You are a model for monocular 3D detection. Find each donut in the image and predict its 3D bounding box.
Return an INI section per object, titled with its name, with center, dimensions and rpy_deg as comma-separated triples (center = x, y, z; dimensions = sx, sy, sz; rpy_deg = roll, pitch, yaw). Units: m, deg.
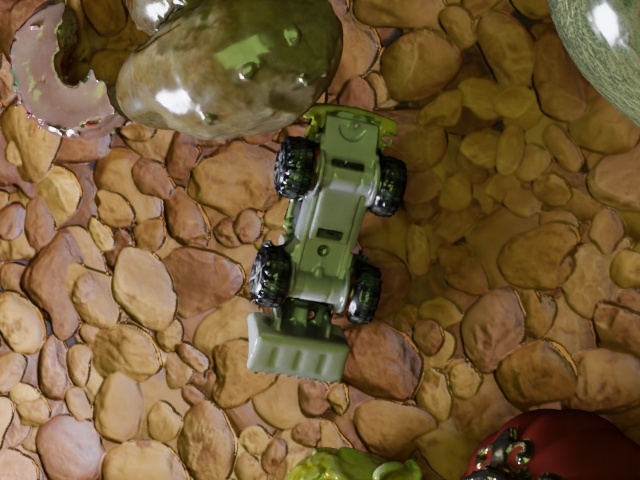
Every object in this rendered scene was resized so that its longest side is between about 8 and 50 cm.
[donut]
center = -0.282, -0.175, 1.319
dimensions = 0.117, 0.065, 0.166
rpy_deg = -29, 84, 13

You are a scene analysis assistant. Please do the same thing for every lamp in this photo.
[lamp]
center = 0.219, 0.269, 1.130
dimensions = 0.227, 0.227, 0.226
rpy_deg = 1, 93, 15

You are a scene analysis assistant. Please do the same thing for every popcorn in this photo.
[popcorn]
center = 0.025, 0.276, 1.225
dimensions = 0.135, 0.141, 0.162
rpy_deg = 45, 142, 6

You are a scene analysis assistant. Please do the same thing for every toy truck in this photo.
[toy truck]
center = 0.000, 0.000, 1.230
dimensions = 0.136, 0.111, 0.285
rpy_deg = 11, 104, -16

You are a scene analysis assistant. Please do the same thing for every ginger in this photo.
[ginger]
center = -0.102, -0.237, 1.195
dimensions = 0.245, 0.155, 0.304
rpy_deg = -30, 60, 30

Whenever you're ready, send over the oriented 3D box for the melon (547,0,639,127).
[melon]
center = 0.344, -0.211, 1.060
dimensions = 0.249, 0.248, 0.329
rpy_deg = -40, 86, 13
